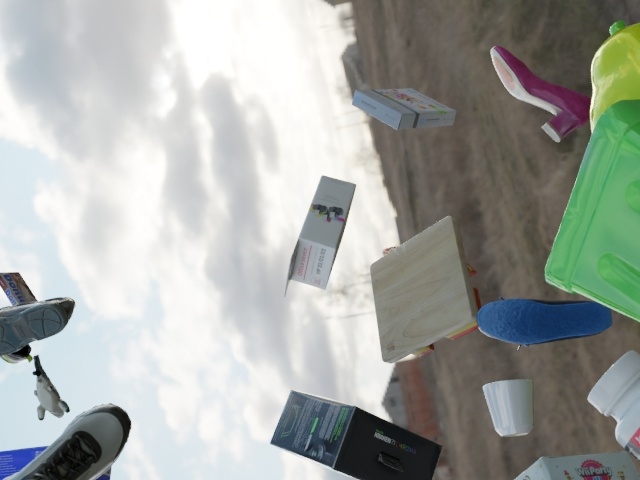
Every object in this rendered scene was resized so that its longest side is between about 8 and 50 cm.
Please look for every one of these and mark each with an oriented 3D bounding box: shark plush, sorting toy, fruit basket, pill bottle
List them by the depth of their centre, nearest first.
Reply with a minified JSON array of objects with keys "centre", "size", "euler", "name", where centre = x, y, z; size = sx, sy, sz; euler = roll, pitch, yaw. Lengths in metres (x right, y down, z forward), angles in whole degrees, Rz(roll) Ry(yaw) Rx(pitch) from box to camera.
[{"centre":[0.439,-0.090,1.006],"size":[0.392,0.392,0.283],"euler":[-91,9,-58],"name":"fruit basket"},{"centre":[0.651,0.350,1.483],"size":[0.318,0.176,0.176],"euler":[42,168,28],"name":"pill bottle"},{"centre":[0.243,0.120,1.834],"size":[0.089,0.257,0.255],"euler":[22,-132,-36],"name":"sorting toy"},{"centre":[-0.632,0.341,1.881],"size":[0.161,0.073,0.067],"euler":[61,-176,-14],"name":"shark plush"}]

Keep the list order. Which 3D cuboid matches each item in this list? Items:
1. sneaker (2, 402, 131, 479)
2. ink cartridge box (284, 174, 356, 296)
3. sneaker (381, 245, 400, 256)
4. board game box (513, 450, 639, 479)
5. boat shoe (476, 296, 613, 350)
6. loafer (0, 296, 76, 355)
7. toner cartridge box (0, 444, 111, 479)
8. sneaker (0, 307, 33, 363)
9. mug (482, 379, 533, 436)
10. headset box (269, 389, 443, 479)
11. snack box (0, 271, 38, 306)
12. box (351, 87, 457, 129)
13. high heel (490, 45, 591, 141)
[{"centre":[-0.411,0.368,1.299],"size":[0.100,0.271,0.108],"euler":[51,168,-6],"name":"sneaker"},{"centre":[0.000,0.000,1.270],"size":[0.104,0.061,0.181],"euler":[102,-174,-49],"name":"ink cartridge box"},{"centre":[0.201,0.046,1.976],"size":[0.175,0.064,0.067],"euler":[8,104,61],"name":"sneaker"},{"centre":[0.506,0.564,1.766],"size":[0.303,0.224,0.097],"euler":[116,148,-45],"name":"board game box"},{"centre":[0.438,0.168,1.624],"size":[0.089,0.258,0.109],"euler":[57,-142,-78],"name":"boat shoe"},{"centre":[-0.638,0.178,1.737],"size":[0.084,0.267,0.096],"euler":[-64,-42,-67],"name":"loafer"},{"centre":[-0.658,0.569,1.908],"size":[0.075,0.347,0.165],"euler":[57,-151,-56],"name":"toner cartridge box"},{"centre":[-0.771,0.200,1.972],"size":[0.235,0.097,0.084],"euler":[54,-129,-21],"name":"sneaker"},{"centre":[0.245,0.211,1.029],"size":[0.062,0.078,0.064],"euler":[-39,51,56],"name":"mug"},{"centre":[0.077,0.429,1.718],"size":[0.246,0.283,0.131],"euler":[30,-107,-28],"name":"headset box"},{"centre":[-0.683,0.147,1.902],"size":[0.178,0.022,0.064],"euler":[51,-161,17],"name":"snack box"},{"centre":[0.184,-0.288,1.791],"size":[0.145,0.186,0.038],"euler":[36,122,38],"name":"box"},{"centre":[0.463,-0.329,1.698],"size":[0.244,0.117,0.082],"euler":[50,176,6],"name":"high heel"}]
